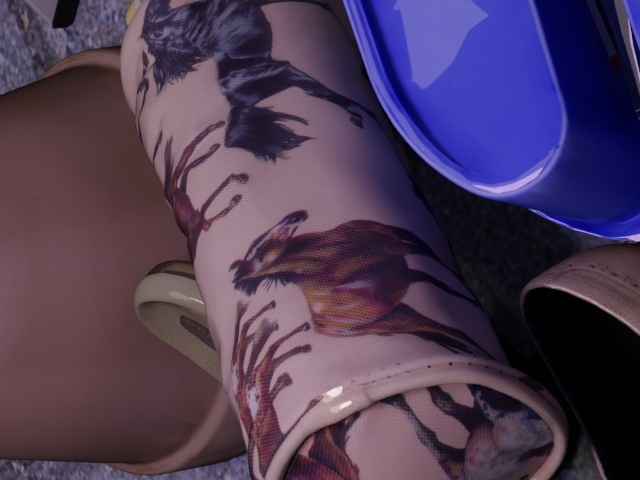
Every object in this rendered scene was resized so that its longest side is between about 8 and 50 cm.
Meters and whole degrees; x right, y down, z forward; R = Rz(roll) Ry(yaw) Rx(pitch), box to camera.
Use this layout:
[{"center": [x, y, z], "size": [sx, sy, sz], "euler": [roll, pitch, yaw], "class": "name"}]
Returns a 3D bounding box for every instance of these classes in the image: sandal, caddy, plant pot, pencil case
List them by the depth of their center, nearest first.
[{"center": [0.138, -0.167, 0.945], "size": [0.241, 0.179, 0.341], "euler": [-22, 80, 25], "class": "caddy"}, {"center": [0.000, 0.000, 1.061], "size": [0.183, 0.160, 0.410], "euler": [59, -174, -44], "class": "pencil case"}, {"center": [0.001, 0.125, 1.154], "size": [0.303, 0.086, 0.120], "euler": [31, 149, 10], "class": "sandal"}, {"center": [-0.212, 0.027, 1.302], "size": [0.323, 0.280, 0.323], "euler": [13, 107, 48], "class": "plant pot"}]

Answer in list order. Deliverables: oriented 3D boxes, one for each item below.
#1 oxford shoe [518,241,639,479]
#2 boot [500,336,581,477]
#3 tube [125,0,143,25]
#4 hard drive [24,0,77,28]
[{"center": [0.217, 0.149, 0.947], "size": [0.348, 0.130, 0.123], "euler": [56, 134, 26], "class": "oxford shoe"}, {"center": [0.117, 0.075, 1.113], "size": [0.099, 0.045, 0.121], "euler": [39, 129, 36], "class": "boot"}, {"center": [-0.049, -0.221, 1.238], "size": [0.070, 0.062, 0.240], "euler": [32, 124, -7], "class": "tube"}, {"center": [-0.228, -0.241, 1.458], "size": [0.135, 0.022, 0.094], "euler": [43, 127, 34], "class": "hard drive"}]
